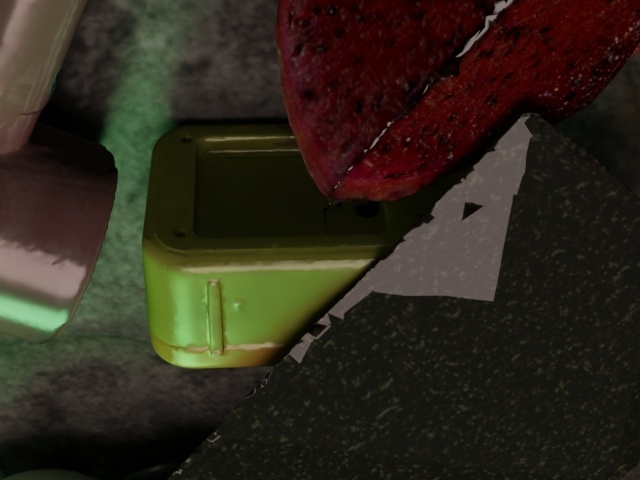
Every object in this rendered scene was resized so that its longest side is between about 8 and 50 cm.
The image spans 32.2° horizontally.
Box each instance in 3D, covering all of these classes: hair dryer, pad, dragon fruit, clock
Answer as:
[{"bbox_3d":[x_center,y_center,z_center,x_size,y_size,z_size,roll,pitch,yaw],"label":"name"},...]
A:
[{"bbox_3d":[-0.182,-0.115,0.570,0.210,0.125,0.352,20,120,-21],"label":"hair dryer"},{"bbox_3d":[0.079,0.104,0.637,0.220,0.004,0.330,36,111,-22],"label":"pad"},{"bbox_3d":[0.089,-0.145,0.533,0.189,0.163,0.261,45,117,-4],"label":"dragon fruit"},{"bbox_3d":[0.000,0.000,0.659,0.202,0.143,0.096,-2,127,-3],"label":"clock"}]

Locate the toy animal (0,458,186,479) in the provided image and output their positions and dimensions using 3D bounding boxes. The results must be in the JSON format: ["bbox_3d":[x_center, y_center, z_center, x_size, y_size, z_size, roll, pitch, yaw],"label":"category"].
[{"bbox_3d":[-0.157,0.280,0.870,0.266,0.213,0.213,-8,134,3],"label":"toy animal"}]
